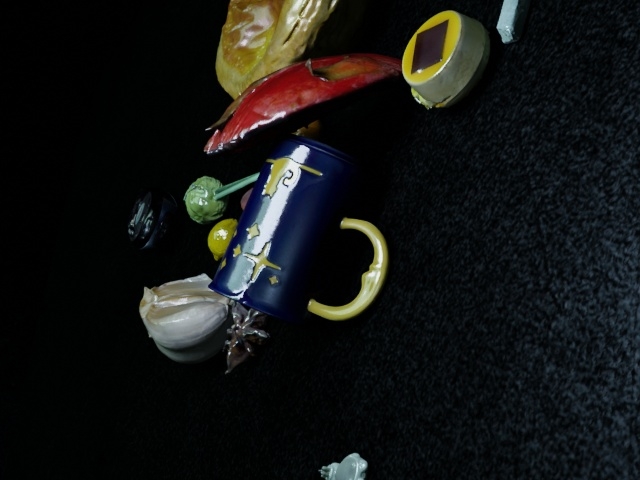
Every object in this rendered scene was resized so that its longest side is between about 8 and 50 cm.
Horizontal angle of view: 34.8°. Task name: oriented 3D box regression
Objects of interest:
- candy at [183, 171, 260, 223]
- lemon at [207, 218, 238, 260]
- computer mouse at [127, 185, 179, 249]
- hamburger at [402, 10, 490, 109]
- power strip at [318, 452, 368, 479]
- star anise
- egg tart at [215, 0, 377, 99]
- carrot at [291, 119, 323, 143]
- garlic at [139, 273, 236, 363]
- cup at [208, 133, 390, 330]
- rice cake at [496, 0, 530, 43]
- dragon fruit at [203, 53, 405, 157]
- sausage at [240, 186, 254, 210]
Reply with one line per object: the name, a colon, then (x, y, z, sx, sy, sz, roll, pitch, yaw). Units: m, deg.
candy: (-0.167, -0.106, 2.016, 0.093, 0.092, 0.335, -40, 14, -35)
lemon: (-0.183, -0.001, 1.963, 0.092, 0.065, 0.065, -61, 24, 18)
computer mouse: (-0.391, -0.052, 2.417, 0.137, 0.096, 0.233, -60, 20, 8)
hamburger: (0.168, -0.239, 1.373, 0.141, 0.081, 0.127, -34, 42, 35)
power strip: (0.029, 0.295, 1.291, 0.083, 0.035, 0.055, -20, 53, 58)
star anise: (-0.130, 0.149, 1.722, 0.124, 0.056, 0.129, -43, 36, 25)
egg tart: (-0.022, -0.436, 1.827, 0.443, 0.178, 0.443, -46, 32, 39)
carrot: (-0.031, -0.109, 1.732, 0.061, 0.061, 0.257, -31, 48, 55)
garlic: (-0.233, 0.153, 1.865, 0.229, 0.178, 0.143, -99, 2, -78)
cup: (0.000, 0.000, 1.504, 0.256, 0.255, 0.178, -67, -14, -1)
rice cake: (0.259, -0.334, 1.318, 0.033, 0.029, 0.171, -5, 67, 58)
dragon fruit: (-0.045, -0.210, 1.534, 0.343, 0.100, 0.282, -18, 8, 41)
sausage: (-0.111, -0.072, 1.872, 0.094, 0.054, 0.059, -19, 54, 60)
